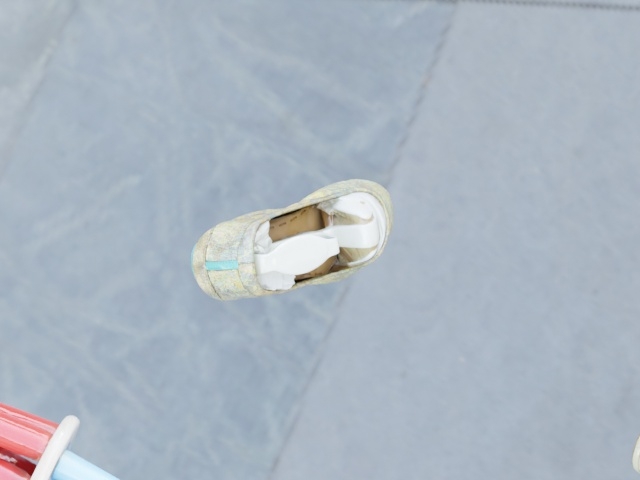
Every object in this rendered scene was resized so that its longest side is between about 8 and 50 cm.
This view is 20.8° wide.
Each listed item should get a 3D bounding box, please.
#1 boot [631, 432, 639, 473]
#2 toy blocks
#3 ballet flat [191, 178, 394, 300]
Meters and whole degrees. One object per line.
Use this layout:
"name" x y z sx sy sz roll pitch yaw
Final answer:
"boot" 0.464 0.250 1.786 0.203 0.262 0.095 35 107 48
"toy blocks" -0.145 0.097 0.754 0.054 0.148 0.123 -64 0 -26
"ballet flat" 0.000 0.000 2.115 0.123 0.348 0.123 15 112 42
